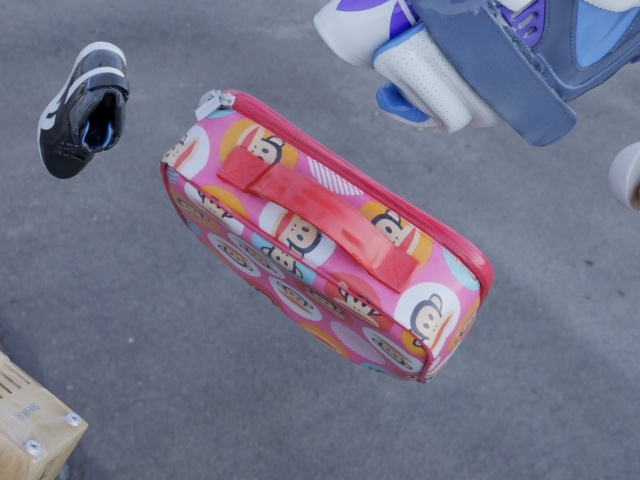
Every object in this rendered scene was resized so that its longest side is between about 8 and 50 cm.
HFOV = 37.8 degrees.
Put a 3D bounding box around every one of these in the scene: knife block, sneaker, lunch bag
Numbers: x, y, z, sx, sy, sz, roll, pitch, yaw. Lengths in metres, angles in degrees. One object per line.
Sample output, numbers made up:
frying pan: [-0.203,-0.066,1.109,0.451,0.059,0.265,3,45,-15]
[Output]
knife block: [-0.322,0.215,0.791,0.276,0.242,0.088,38,15,6]
sneaker: [0.108,-0.175,0.529,0.236,0.323,0.130,-21,63,-3]
lunch bag: [0.000,0.000,0.805,0.293,0.258,0.120,35,79,12]
sneaker: [-0.302,-0.132,1.168,0.079,0.217,0.121,11,42,-27]

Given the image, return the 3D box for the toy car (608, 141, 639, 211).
toy car: [0.409,-0.064,0.978,0.159,0.136,0.182,23,66,44]
